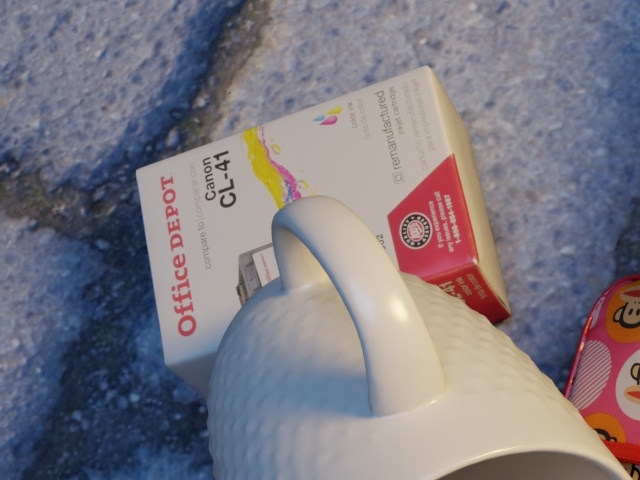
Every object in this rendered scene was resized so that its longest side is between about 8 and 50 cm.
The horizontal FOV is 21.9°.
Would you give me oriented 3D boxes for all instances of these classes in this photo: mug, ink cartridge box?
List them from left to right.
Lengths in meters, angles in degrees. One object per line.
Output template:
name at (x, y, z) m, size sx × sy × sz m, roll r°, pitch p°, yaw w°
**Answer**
ink cartridge box at (0.000, 0.000, 1.549) m, size 0.306 × 0.131 × 0.226 m, roll -18°, pitch 60°, yaw 12°
mug at (0.043, 0.133, 1.270) m, size 0.276 × 0.374 × 0.328 m, roll -23°, pitch 38°, yaw -11°

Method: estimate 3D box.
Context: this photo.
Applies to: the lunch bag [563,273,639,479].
lunch bag at (0.324, 0.163, 1.308) m, size 0.293 × 0.120 × 0.258 m, roll 4°, pitch 68°, yaw 46°
